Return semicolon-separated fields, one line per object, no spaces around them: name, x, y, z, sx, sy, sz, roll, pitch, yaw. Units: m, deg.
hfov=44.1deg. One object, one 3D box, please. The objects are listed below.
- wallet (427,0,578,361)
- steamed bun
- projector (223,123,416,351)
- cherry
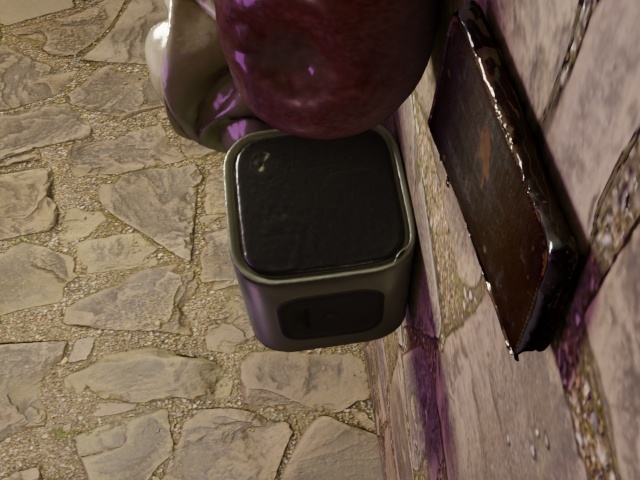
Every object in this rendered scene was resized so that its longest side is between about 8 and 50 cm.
wallet;0.118;-0.046;0.529;0.122;0.031;0.232;91;171;-51
steamed bun;-0.096;-0.257;1.239;0.342;0.367;0.255;67;-158;-76
projector;0.000;0.000;1.161;0.249;0.248;0.249;85;177;-61
cherry;0.017;-0.222;0.730;0.239;0.206;0.239;-39;-44;-50
